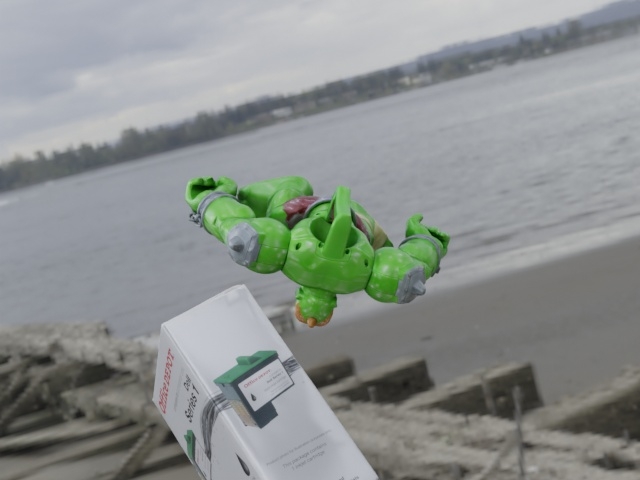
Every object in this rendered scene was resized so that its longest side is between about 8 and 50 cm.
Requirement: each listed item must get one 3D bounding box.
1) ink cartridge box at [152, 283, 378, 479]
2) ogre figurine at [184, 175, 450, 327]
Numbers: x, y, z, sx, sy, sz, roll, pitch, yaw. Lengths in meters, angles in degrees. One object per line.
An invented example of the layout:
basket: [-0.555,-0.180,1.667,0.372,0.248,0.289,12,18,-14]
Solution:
ink cartridge box: [-0.058,0.174,1.031,0.092,0.219,0.160,-25,-26,-26]
ogre figurine: [0.000,0.000,0.831,0.097,0.197,0.118,-54,13,15]
